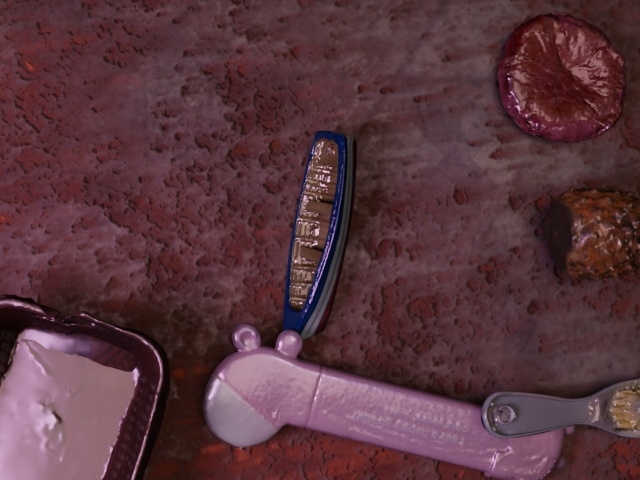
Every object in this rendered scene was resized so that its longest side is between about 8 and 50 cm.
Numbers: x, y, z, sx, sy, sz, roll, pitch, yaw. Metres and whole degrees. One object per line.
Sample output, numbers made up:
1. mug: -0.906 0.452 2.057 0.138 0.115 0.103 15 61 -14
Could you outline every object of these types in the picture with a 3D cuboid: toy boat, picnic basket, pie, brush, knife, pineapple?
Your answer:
1. toy boat: 0.000 0.000 1.314 0.046 0.080 0.229 7 94 -35
2. picnic basket: -0.279 0.210 1.234 0.222 0.129 0.297 18 84 -5
3. pie: 0.266 -0.178 1.371 0.153 0.038 0.153 0 87 -10
4. brush: 0.314 0.180 1.325 0.297 0.060 0.068 -1 84 -18
5. knife: 0.075 0.187 1.324 0.398 0.038 0.132 14 95 -9
6. pineapple: 0.341 -0.008 1.344 0.197 0.108 0.108 -1 87 -13
